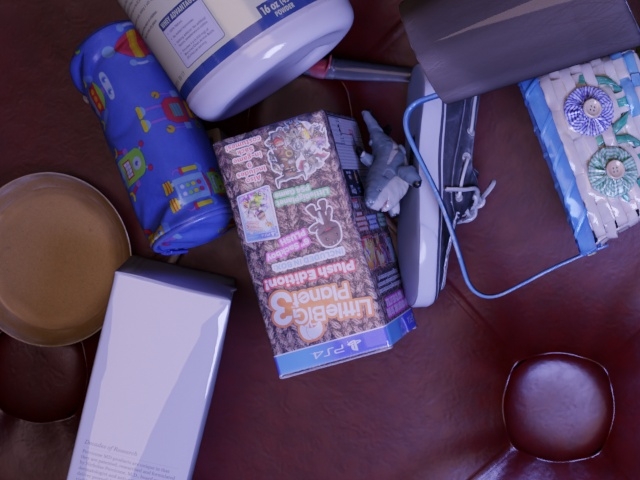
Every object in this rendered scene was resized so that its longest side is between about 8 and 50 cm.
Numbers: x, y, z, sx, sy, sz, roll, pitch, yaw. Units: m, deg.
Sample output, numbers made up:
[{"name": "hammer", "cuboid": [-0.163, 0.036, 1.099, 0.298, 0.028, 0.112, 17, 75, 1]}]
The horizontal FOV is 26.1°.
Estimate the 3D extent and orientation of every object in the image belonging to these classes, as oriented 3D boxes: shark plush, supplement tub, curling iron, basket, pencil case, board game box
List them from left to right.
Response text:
[{"name": "pencil case", "cuboid": [-0.212, -0.125, 1.722, 0.133, 0.119, 0.306, -39, 70, 33]}, {"name": "supplement tub", "cuboid": [-0.137, -0.334, 1.675, 0.235, 0.235, 0.325, -35, 89, 10]}, {"name": "board game box", "cuboid": [0.000, 0.000, 1.708, 0.141, 0.232, 0.291, -16, 89, 12]}, {"name": "curling iron", "cuboid": [0.005, -0.239, 1.796, 0.274, 0.035, 0.068, 14, 95, 10]}, {"name": "shark plush", "cuboid": [0.075, -0.104, 1.703, 0.067, 0.073, 0.161, 8, 61, -23]}, {"name": "basket", "cuboid": [0.215, -0.253, 1.526, 0.226, 0.154, 0.204, -25, 63, 15]}, {"name": "basket", "cuboid": [0.267, -0.096, 1.632, 0.289, 0.201, 0.255, -24, 88, 13]}]

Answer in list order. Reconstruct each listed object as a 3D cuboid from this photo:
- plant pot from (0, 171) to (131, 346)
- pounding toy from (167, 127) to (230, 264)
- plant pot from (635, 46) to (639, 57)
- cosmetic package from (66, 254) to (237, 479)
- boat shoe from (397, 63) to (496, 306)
[{"name": "plant pot", "cuboid": [-0.365, 0.025, 1.878, 0.236, 0.032, 0.236, 1, 93, 10]}, {"name": "pounding toy", "cuboid": [-0.167, -0.054, 1.815, 0.130, 0.100, 0.141, -14, 77, 10]}, {"name": "plant pot", "cuboid": [0.544, -0.205, 1.536, 0.366, 0.353, 0.367, 0, 93, 10]}, {"name": "cosmetic package", "cuboid": [-0.221, 0.217, 1.767, 0.155, 0.197, 0.366, 13, 94, -2]}, {"name": "boat shoe", "cuboid": [0.159, -0.067, 1.740, 0.104, 0.113, 0.306, 4, 80, -11]}]
